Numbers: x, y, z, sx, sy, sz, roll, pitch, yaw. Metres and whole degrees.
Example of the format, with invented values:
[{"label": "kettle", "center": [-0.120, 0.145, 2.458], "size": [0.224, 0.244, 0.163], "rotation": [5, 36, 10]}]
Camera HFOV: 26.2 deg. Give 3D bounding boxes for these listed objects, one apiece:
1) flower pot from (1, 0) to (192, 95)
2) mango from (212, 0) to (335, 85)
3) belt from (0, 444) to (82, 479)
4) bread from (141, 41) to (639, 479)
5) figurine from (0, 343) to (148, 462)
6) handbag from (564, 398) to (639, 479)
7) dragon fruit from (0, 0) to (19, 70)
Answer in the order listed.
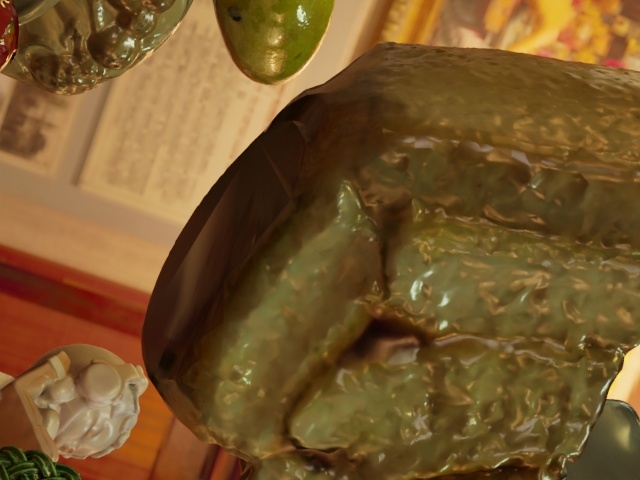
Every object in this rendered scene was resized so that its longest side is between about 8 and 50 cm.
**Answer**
[{"label": "flower pot", "center": [-0.282, -0.299, 1.364], "size": [0.244, 0.307, 0.307], "rotation": [-15, 126, -75]}, {"label": "mango", "center": [-0.058, -0.276, 1.619], "size": [0.293, 0.143, 0.175], "rotation": [109, -22, -75]}, {"label": "belt", "center": [-0.165, 0.172, 0.735], "size": [0.151, 0.121, 0.079], "rotation": [-51, -176, 37]}, {"label": "bread", "center": [0.054, 0.017, 0.901], "size": [0.395, 0.264, 0.239], "rotation": [-60, -168, 10]}, {"label": "figurine", "center": [-0.257, 0.177, 1.374], "size": [0.162, 0.141, 0.237], "rotation": [-33, 172, 20]}, {"label": "handbag", "center": [0.231, 0.233, 1.250], "size": [0.062, 0.229, 0.179], "rotation": [-42, -125, 38]}, {"label": "dragon fruit", "center": [-0.295, -0.209, 1.203], "size": [0.094, 0.094, 0.190], "rotation": [134, -23, -67]}]
